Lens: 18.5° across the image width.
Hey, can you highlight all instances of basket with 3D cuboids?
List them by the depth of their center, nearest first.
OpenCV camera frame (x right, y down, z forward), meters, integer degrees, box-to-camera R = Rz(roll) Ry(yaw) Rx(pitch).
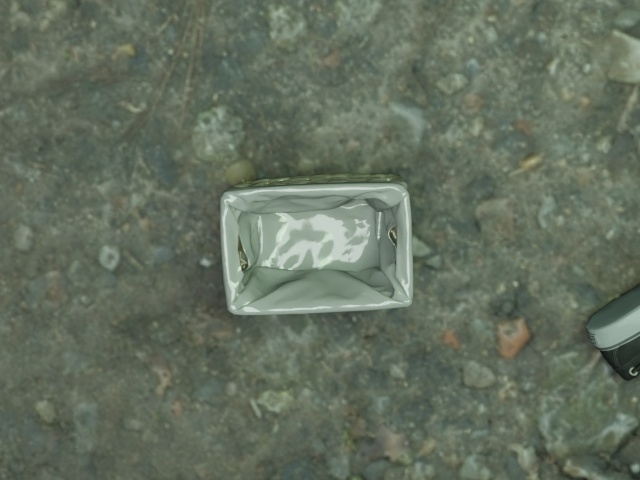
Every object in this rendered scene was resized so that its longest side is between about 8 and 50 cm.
[{"bbox_3d":[0.000,0.000,1.747,0.167,0.103,0.113,-2,99,5],"label":"basket"}]

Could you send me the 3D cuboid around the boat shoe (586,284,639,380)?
[{"bbox_3d":[0.351,0.054,1.747,0.228,0.080,0.076,-31,102,9],"label":"boat shoe"}]
